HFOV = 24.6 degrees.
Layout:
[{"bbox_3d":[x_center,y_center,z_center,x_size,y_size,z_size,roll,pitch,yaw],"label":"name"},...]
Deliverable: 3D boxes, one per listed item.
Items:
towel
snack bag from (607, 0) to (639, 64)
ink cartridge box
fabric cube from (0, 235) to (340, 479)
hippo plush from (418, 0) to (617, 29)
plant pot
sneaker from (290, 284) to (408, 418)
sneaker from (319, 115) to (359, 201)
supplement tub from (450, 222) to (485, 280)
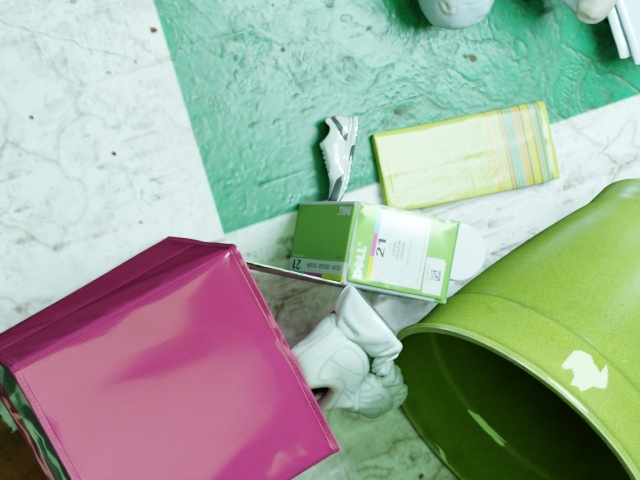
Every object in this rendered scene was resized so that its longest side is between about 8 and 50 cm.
[{"bbox_3d":[0.180,-0.103,1.808,0.237,0.021,0.102,-12,91,-18],"label":"towel"},{"bbox_3d":[0.457,-0.426,1.862,0.342,0.037,0.323,-27,101,-29],"label":"snack bag"},{"bbox_3d":[0.000,0.000,1.654,0.255,0.189,0.097,12,87,-20],"label":"ink cartridge box"},{"bbox_3d":[-0.182,0.166,1.562,0.258,0.259,0.254,-31,102,-18],"label":"fabric cube"},{"bbox_3d":[0.210,-0.362,1.688,0.236,0.234,0.294,-22,112,-11],"label":"hippo plush"},{"bbox_3d":[0.329,0.122,1.722,0.353,0.366,0.366,-45,106,-24],"label":"plant pot"},{"bbox_3d":[0.024,0.146,1.643,0.118,0.292,0.110,-39,68,-8],"label":"sneaker"},{"bbox_3d":[0.017,-0.097,1.742,0.044,0.040,0.109,8,86,-4],"label":"sneaker"},{"bbox_3d":[0.144,0.011,1.752,0.071,0.107,0.071,-1,93,-21],"label":"supplement tub"}]
